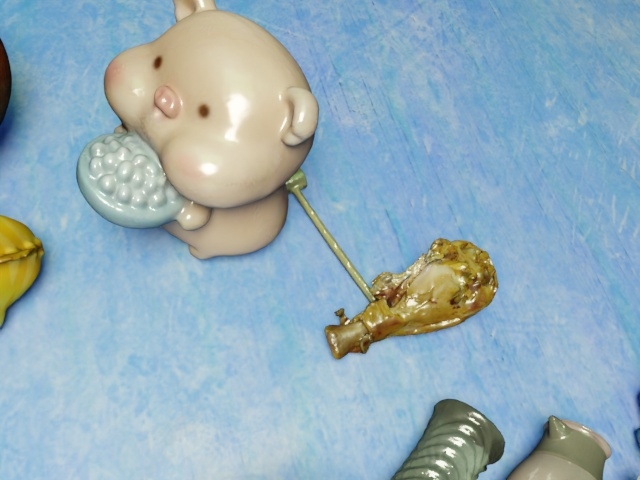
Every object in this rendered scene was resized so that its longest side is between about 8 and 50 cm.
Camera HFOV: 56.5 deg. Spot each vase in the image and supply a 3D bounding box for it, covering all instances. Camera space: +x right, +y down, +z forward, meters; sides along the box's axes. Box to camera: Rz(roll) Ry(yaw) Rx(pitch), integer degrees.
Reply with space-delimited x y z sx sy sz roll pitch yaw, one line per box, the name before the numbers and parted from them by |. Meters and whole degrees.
vase | 0.071 0.250 0.528 0.115 0.115 0.237 41 58 12

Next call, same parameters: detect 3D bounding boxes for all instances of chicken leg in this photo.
chicken leg | 0.100 0.063 0.635 0.207 0.101 0.085 -24 69 -13

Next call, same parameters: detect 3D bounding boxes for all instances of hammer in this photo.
hammer | 0.000 0.000 0.692 0.060 0.028 0.195 -30 72 -16

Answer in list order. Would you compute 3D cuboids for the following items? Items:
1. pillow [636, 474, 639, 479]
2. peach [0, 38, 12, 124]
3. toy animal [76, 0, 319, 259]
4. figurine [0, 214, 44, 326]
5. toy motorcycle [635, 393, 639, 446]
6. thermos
pillow | 0.297 0.334 0.536 0.128 0.051 0.229 46 59 -18
peach | -0.431 -0.154 0.570 0.252 0.252 0.252 5 61 -8
toy animal | -0.102 -0.093 0.606 0.210 0.221 0.229 43 92 21
figurine | -0.382 0.033 0.548 0.246 0.131 0.156 -16 102 -6
toy motorcycle | 0.448 0.219 0.579 0.206 0.154 0.260 -28 58 -26
thermos | 0.218 0.268 0.552 0.137 0.105 0.193 48 57 -16
